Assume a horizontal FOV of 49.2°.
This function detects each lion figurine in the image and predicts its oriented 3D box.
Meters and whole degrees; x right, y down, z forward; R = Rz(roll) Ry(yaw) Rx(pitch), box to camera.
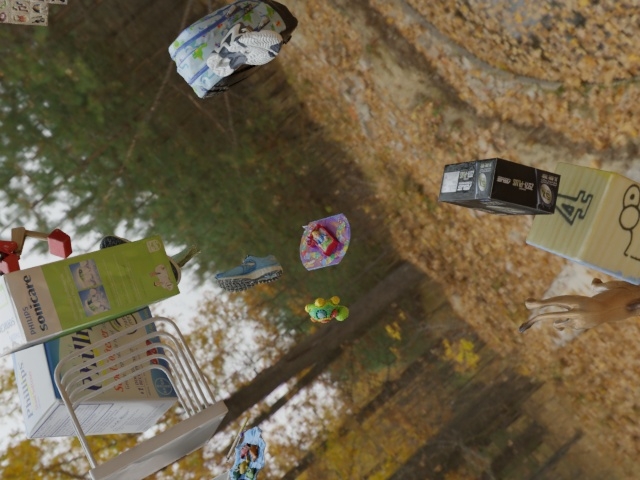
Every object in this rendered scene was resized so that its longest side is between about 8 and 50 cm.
[{"bbox_3d":[0.714,0.160,1.748,0.142,0.392,0.240,69,162,-3],"label":"lion figurine"}]

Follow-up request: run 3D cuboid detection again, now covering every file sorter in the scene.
[{"bbox_3d":[-0.280,0.258,1.062,0.173,0.193,0.277,59,155,15],"label":"file sorter"}]

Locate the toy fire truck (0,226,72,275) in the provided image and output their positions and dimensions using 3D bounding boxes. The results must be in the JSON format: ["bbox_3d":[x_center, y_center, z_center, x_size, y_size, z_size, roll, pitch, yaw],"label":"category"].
[{"bbox_3d":[-0.618,0.010,1.406,0.192,0.135,0.047,20,130,14],"label":"toy fire truck"}]

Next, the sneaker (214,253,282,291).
[{"bbox_3d":[-0.177,0.074,1.687,0.063,0.162,0.073,95,159,-55],"label":"sneaker"}]

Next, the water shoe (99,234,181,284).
[{"bbox_3d":[-0.401,0.042,1.593,0.203,0.072,0.080,28,179,4],"label":"water shoe"}]

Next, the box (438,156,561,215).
[{"bbox_3d":[0.338,-0.099,1.338,0.148,0.077,0.180,11,177,-22],"label":"box"}]

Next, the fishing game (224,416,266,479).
[{"bbox_3d":[-0.178,0.522,1.616,0.041,0.189,0.264,21,-164,-21],"label":"fishing game"}]

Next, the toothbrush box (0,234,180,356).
[{"bbox_3d":[-0.430,0.099,1.240,0.206,0.283,0.122,-23,87,50],"label":"toothbrush box"}]

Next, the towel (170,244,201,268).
[{"bbox_3d":[-0.513,0.119,2.021,0.038,0.325,0.248,61,-170,-9],"label":"towel"}]

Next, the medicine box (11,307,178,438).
[{"bbox_3d":[-0.495,0.271,1.517,0.289,0.149,0.263,13,-139,-47],"label":"medicine box"}]

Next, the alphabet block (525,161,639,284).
[{"bbox_3d":[0.601,-0.040,1.513,0.193,0.197,0.193,19,-174,-25],"label":"alphabet block"}]

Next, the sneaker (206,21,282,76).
[{"bbox_3d":[-0.183,-0.530,1.839,0.235,0.153,0.094,-16,134,40],"label":"sneaker"}]

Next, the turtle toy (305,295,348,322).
[{"bbox_3d":[0.022,0.205,2.032,0.095,0.130,0.066,-37,60,58],"label":"turtle toy"}]

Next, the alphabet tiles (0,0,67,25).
[{"bbox_3d":[-0.657,-0.554,1.528,0.237,0.198,0.009,132,130,-58],"label":"alphabet tiles"}]

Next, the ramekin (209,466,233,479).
[{"bbox_3d":[-0.227,0.725,1.782,0.273,0.127,0.272,-17,-90,-86],"label":"ramekin"}]

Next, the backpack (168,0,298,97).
[{"bbox_3d":[-0.280,-0.578,2.106,0.273,0.355,0.290,42,147,-24],"label":"backpack"}]

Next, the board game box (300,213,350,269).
[{"bbox_3d":[0.000,0.000,1.754,0.169,0.133,0.033,-14,153,40],"label":"board game box"}]
